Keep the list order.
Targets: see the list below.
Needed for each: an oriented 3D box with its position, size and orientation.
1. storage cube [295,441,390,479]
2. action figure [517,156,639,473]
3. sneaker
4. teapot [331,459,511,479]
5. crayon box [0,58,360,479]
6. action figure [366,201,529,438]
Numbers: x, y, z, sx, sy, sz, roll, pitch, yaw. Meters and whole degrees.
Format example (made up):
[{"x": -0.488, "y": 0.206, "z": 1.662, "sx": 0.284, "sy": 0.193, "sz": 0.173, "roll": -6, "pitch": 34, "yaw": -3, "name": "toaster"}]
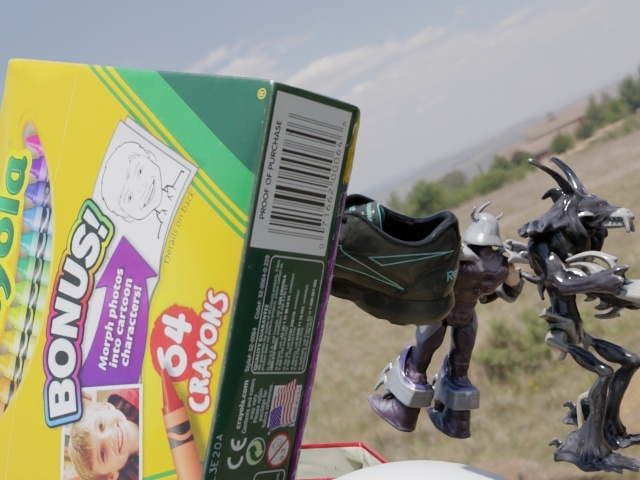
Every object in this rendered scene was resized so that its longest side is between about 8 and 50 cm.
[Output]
[{"x": -0.013, "y": 0.359, "z": 1.269, "sx": 0.184, "sy": 0.193, "sz": 0.215, "roll": 1, "pitch": 2, "yaw": -13, "name": "storage cube"}, {"x": 0.258, "y": 0.057, "z": 0.943, "sx": 0.141, "sy": 0.275, "sz": 0.164, "roll": -5, "pitch": 3, "yaw": 30, "name": "action figure"}, {"x": 0.000, "y": 0.000, "z": 0.961, "sx": 0.267, "sy": 0.106, "sz": 0.101, "roll": 8, "pitch": 33, "yaw": -7, "name": "sneaker"}, {"x": 0.052, "y": 0.229, "z": 0.513, "sx": 0.256, "sy": 0.252, "sz": 0.187, "roll": -45, "pitch": -14, "yaw": 1, "name": "teapot"}, {"x": -0.148, "y": 0.052, "z": 0.817, "sx": 0.313, "sy": 0.362, "sz": 0.106, "roll": 12, "pitch": 2, "yaw": 40, "name": "crayon box"}, {"x": 0.148, "y": 0.086, "z": 1.210, "sx": 0.185, "sy": 0.285, "sz": 0.099, "roll": 7, "pitch": 20, "yaw": -23, "name": "action figure"}]
